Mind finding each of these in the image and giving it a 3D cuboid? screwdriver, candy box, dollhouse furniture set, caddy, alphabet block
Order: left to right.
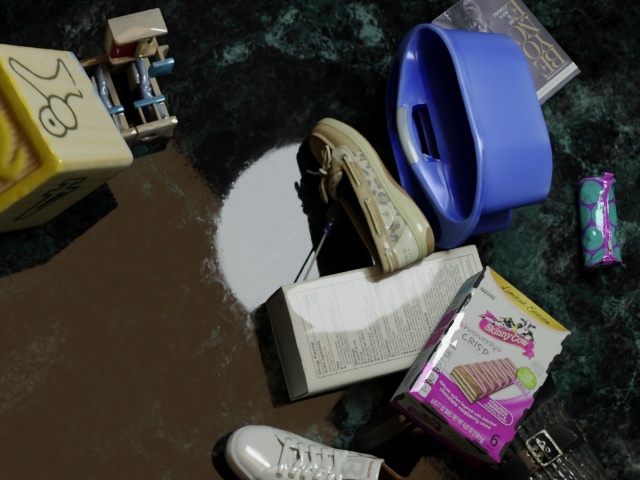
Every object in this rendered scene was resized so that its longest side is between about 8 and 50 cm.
[{"bbox_3d":[-0.402,-0.131,1.461,0.193,0.197,0.192,-33,85,18],"label":"alphabet block"},{"bbox_3d":[-0.279,-0.218,1.561,0.129,0.183,0.129,-18,82,-19],"label":"dollhouse furniture set"},{"bbox_3d":[0.000,0.000,1.656,0.170,0.025,0.024,-61,139,-30],"label":"screwdriver"},{"bbox_3d":[0.196,-0.156,1.647,0.179,0.241,0.341,-4,70,-23],"label":"caddy"},{"bbox_3d":[0.224,0.175,1.531,0.159,0.071,0.233,38,61,-4],"label":"candy box"}]

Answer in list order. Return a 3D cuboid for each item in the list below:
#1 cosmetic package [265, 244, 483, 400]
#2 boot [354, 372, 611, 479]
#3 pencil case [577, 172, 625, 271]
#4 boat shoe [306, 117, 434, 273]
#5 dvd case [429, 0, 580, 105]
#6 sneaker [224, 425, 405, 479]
[{"bbox_3d":[0.093,0.119,1.619,0.309,0.113,0.160,-11,79,-17],"label":"cosmetic package"},{"bbox_3d":[0.244,0.320,1.600,0.348,0.131,0.260,-19,82,-20],"label":"boot"},{"bbox_3d":[0.450,-0.027,1.779,0.064,0.070,0.152,3,75,-15],"label":"pencil case"},{"bbox_3d":[0.055,-0.072,1.620,0.089,0.105,0.285,-29,55,-16],"label":"boat shoe"},{"bbox_3d":[0.309,-0.320,1.842,0.164,0.018,0.221,-39,89,-21],"label":"dvd case"},{"bbox_3d":[0.014,0.315,1.531,0.290,0.123,0.106,24,48,-12],"label":"sneaker"}]
